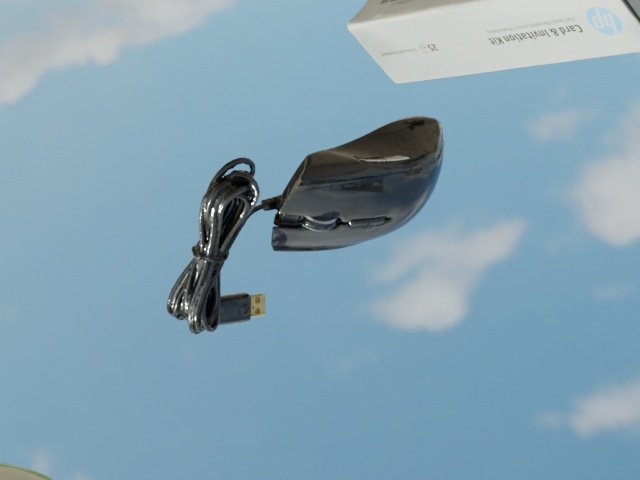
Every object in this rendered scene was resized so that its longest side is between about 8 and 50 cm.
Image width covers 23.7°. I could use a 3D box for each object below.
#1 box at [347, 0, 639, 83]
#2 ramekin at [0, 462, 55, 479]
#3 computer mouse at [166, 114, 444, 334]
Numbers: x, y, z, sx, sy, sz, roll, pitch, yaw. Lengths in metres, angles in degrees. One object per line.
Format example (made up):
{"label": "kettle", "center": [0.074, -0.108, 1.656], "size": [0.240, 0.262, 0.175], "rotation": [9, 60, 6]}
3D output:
{"label": "box", "center": [0.110, -0.144, 0.596], "size": [0.145, 0.038, 0.186], "rotation": [0, -130, 54]}
{"label": "ramekin", "center": [-0.312, 0.351, 1.386], "size": [0.303, 0.148, 0.303], "rotation": [1, -126, -1]}
{"label": "computer mouse", "center": [0.000, 0.000, 1.200], "size": [0.262, 0.184, 0.060], "rotation": [-17, -126, -43]}
